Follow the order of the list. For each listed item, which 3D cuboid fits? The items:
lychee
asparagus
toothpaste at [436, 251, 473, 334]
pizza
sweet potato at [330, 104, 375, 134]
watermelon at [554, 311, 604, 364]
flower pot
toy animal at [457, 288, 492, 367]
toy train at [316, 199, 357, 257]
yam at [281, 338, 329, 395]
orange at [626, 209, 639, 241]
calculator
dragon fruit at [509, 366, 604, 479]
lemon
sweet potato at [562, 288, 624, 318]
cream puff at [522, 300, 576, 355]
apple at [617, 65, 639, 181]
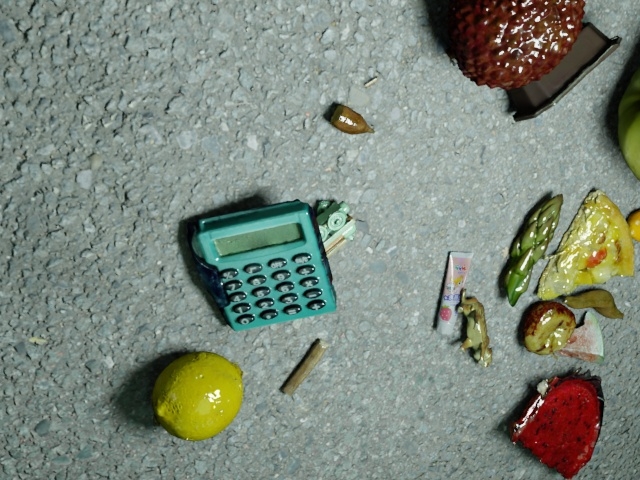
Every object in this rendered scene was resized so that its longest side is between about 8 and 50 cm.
[{"bbox_3d":[0.357,-0.421,1.526,0.264,0.300,0.264,22,57,-39],"label":"lychee"},{"bbox_3d":[0.493,0.016,1.868,0.080,0.080,0.287,19,105,-30],"label":"asparagus"},{"bbox_3d":[0.309,0.121,1.847,0.067,0.043,0.195,3,104,-29],"label":"toothpaste"},{"bbox_3d":[0.654,0.058,1.959,0.287,0.075,0.280,-44,121,-3],"label":"pizza"},{"bbox_3d":[0.068,-0.233,1.587,0.117,0.049,0.049,17,103,-40],"label":"sweet potato"},{"bbox_3d":[0.666,0.282,2.043,0.158,0.121,0.098,-28,142,-8],"label":"watermelon"},{"bbox_3d":[0.494,-0.364,1.670,0.251,0.179,0.084,-42,98,-4],"label":"flower pot"},{"bbox_3d":[0.365,0.212,1.888,0.099,0.056,0.241,-49,129,-55],"label":"toy animal"},{"bbox_3d":[0.000,0.000,1.636,0.176,0.074,0.118,-39,129,-7],"label":"toy train"},{"bbox_3d":[-0.033,0.281,1.760,0.032,0.032,0.145,34,95,-32],"label":"yam"},{"bbox_3d":[0.807,-0.037,1.993,0.083,0.070,0.083,-12,120,-22],"label":"orange"},{"bbox_3d":[-0.109,0.060,1.566,0.248,0.058,0.274,-11,120,7],"label":"calculator"},{"bbox_3d":[0.640,0.464,2.107,0.282,0.100,0.343,-49,125,-1],"label":"dragon fruit"},{"bbox_3d":[-0.241,0.309,1.593,0.206,0.173,0.174,-33,122,-27],"label":"lemon"},{"bbox_3d":[0.694,0.152,2.015,0.249,0.059,0.069,14,101,-39],"label":"sweet potato"},{"bbox_3d":[0.558,0.214,1.974,0.149,0.084,0.149,-10,121,-18],"label":"cream puff"},{"bbox_3d":[0.893,-0.266,1.730,0.473,0.473,0.474,-9,115,-21],"label":"apple"}]
